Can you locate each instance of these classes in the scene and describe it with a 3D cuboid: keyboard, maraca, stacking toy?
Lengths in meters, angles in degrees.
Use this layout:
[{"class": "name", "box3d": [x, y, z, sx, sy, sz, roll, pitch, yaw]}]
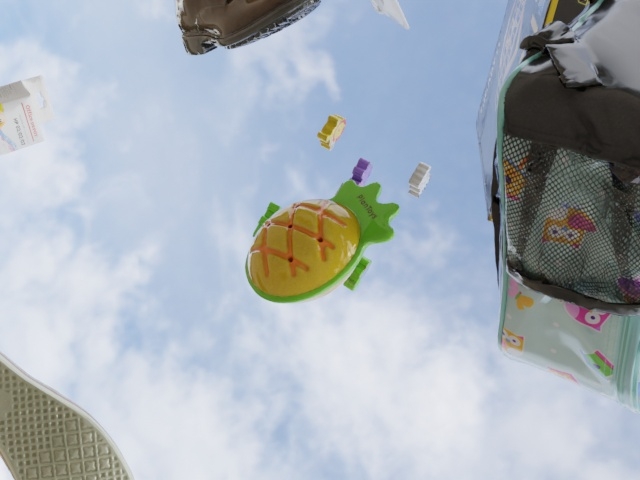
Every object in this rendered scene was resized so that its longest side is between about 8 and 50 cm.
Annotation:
[{"class": "keyboard", "box3d": [0.066, -0.393, 1.366, 0.072, 0.256, 0.014, 36, -97, 34]}, {"class": "maraca", "box3d": [0.000, 0.000, 1.070, 0.186, 0.099, 0.127, -33, -128, -3]}, {"class": "stacking toy", "box3d": [0.033, -0.054, 1.352, 0.167, 0.052, 0.221, 30, -102, 15]}]

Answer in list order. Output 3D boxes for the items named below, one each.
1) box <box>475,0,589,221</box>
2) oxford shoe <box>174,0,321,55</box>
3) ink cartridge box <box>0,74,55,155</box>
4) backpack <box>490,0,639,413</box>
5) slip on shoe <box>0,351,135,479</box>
[{"class": "box", "box3d": [0.246, -0.210, 1.044, 0.257, 0.079, 0.321, -84, -177, -57]}, {"class": "oxford shoe", "box3d": [-0.087, -0.245, 0.966, 0.227, 0.083, 0.096, 5, -59, 50]}, {"class": "ink cartridge box", "box3d": [-0.569, -0.218, 1.735, 0.061, 0.181, 0.104, 49, -26, 42]}, {"class": "backpack", "box3d": [0.159, -0.014, 0.463, 0.144, 0.166, 0.188, 23, -45, 21]}, {"class": "slip on shoe", "box3d": [-0.355, 0.240, 1.197, 0.331, 0.123, 0.101, 39, -16, 7]}]
